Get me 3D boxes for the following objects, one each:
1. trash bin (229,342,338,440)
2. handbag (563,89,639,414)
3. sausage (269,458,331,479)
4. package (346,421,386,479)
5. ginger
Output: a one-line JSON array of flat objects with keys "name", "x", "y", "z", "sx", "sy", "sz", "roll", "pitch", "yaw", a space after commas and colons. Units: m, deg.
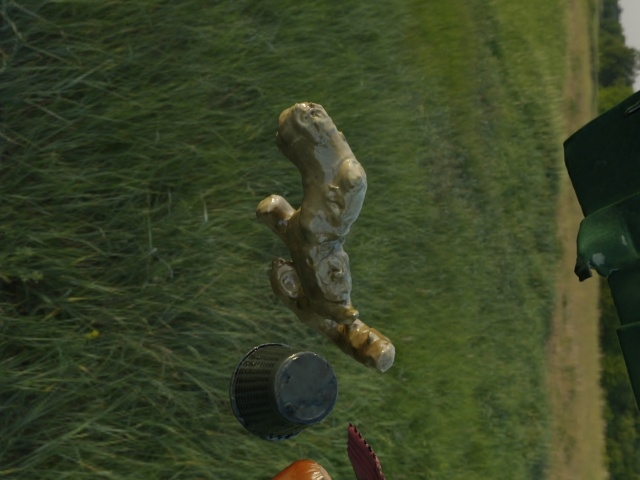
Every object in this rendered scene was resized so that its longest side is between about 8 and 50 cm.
[{"name": "trash bin", "x": -0.051, "y": 0.258, "z": 1.140, "sx": 0.175, "sy": 0.161, "sz": 0.176, "roll": 6, "pitch": 75, "yaw": -24}, {"name": "handbag", "x": 0.268, "y": 0.043, "z": 0.330, "sx": 0.089, "sy": 0.238, "sz": 0.327, "roll": 5, "pitch": 64, "yaw": -38}, {"name": "sausage", "x": -0.103, "y": 0.459, "z": 1.071, "sx": 0.083, "sy": 0.300, "sz": 0.089, "roll": 44, "pitch": 15, "yaw": -30}, {"name": "package", "x": 0.034, "y": 0.087, "z": 0.158, "sx": 0.083, "sy": 0.029, "sz": 0.059, "roll": 55, "pitch": 0, "yaw": -22}, {"name": "ginger", "x": -0.010, "y": -0.001, "z": 0.593, "sx": 0.065, "sy": 0.149, "sz": 0.259, "roll": -36, "pitch": 124, "yaw": -33}]
